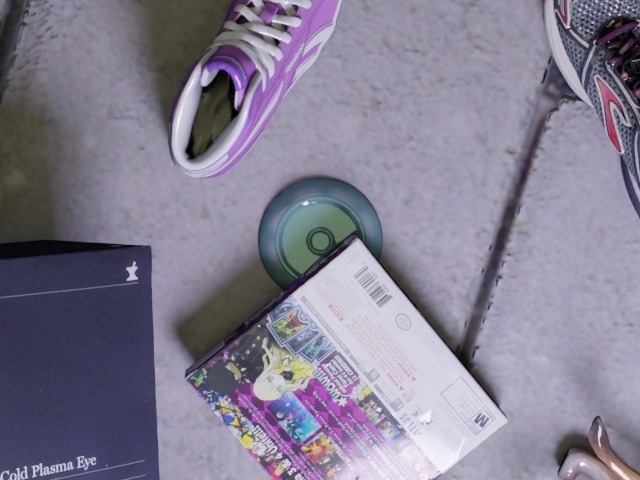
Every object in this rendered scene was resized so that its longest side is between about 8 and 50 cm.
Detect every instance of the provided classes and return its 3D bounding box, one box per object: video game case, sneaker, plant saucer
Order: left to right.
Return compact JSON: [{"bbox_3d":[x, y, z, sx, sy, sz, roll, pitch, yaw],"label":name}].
[{"bbox_3d":[-0.050,-0.180,1.328,0.102,0.161,0.282,25,92,-1],"label":"sneaker"},{"bbox_3d":[0.000,0.000,1.409,0.119,0.021,0.119,0,94,-1],"label":"plant saucer"},{"bbox_3d":[0.025,0.146,1.398,0.210,0.042,0.232,-40,100,3],"label":"video game case"},{"bbox_3d":[0.307,-0.134,1.357,0.120,0.112,0.299,-29,93,2],"label":"sneaker"}]

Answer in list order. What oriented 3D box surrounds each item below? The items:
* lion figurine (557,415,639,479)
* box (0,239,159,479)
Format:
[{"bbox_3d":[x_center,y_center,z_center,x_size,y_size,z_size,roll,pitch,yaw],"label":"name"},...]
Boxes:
[{"bbox_3d":[0.276,0.381,1.371,0.240,0.142,0.392,24,101,12],"label":"lion figurine"},{"bbox_3d":[-0.321,0.165,1.257,0.343,0.179,0.313,-5,96,-41],"label":"box"}]
